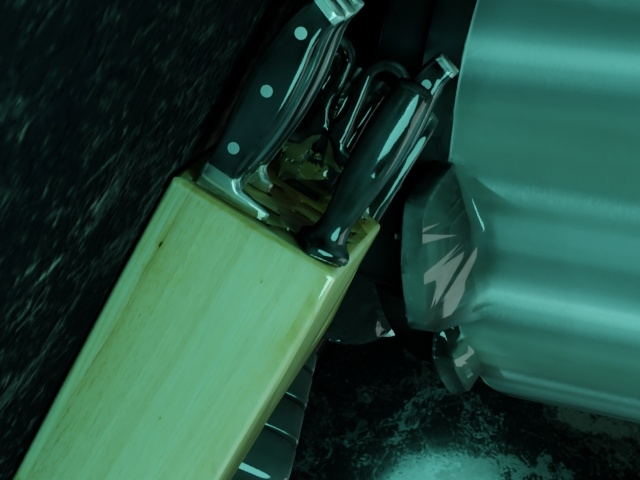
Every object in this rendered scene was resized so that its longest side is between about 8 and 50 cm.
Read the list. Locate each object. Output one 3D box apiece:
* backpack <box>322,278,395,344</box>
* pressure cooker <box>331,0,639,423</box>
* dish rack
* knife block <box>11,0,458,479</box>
[{"bbox_3d":[0.059,0.017,1.665,0.152,0.115,0.182,-63,177,21],"label":"backpack"},{"bbox_3d":[0.210,-0.062,1.081,0.370,0.421,0.375,36,67,-60],"label":"pressure cooker"},{"bbox_3d":[-0.078,0.217,1.402,0.208,0.074,0.271,-73,-174,-61],"label":"dish rack"},{"bbox_3d":[-0.042,0.020,0.807,0.275,0.088,0.242,-56,174,-25],"label":"knife block"}]
